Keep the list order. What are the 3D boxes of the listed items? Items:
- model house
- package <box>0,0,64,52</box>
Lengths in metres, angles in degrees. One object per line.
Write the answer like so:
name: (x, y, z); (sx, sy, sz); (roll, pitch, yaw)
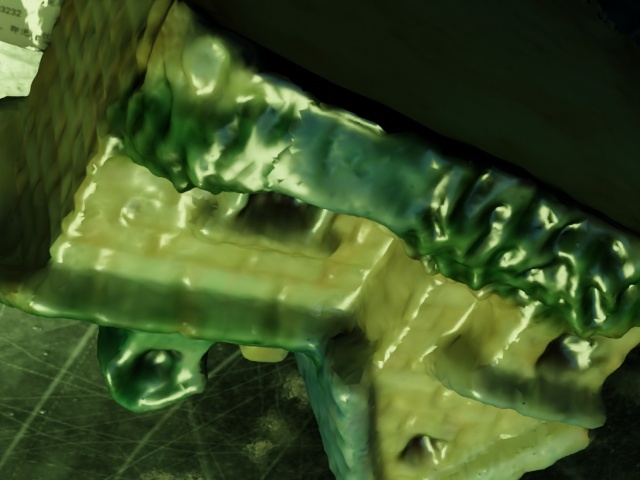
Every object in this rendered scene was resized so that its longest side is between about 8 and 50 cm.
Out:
model house: (0.000, 0.000, 0.952); (0.445, 0.395, 0.400); (14, 126, -30)
package: (-0.220, -0.236, 0.940); (0.251, 0.062, 0.204); (5, 126, -12)
